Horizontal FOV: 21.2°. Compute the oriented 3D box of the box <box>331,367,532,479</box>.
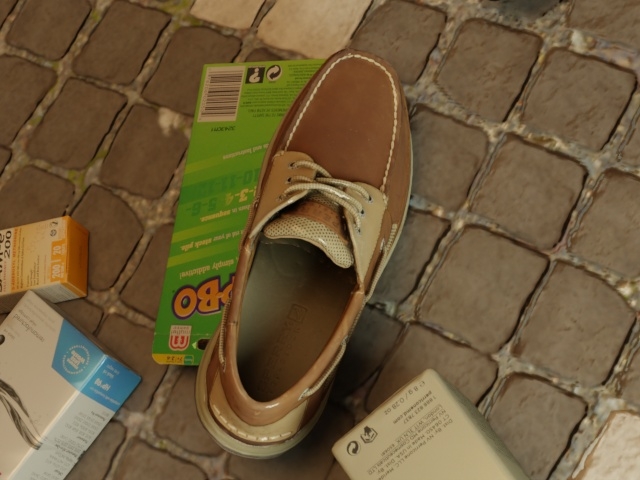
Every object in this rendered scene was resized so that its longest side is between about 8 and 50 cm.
[{"bbox_3d":[0.128,0.223,1.130,0.094,0.113,0.275,-39,57,5],"label":"box"}]

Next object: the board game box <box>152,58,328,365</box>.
[{"bbox_3d":[-0.055,-0.021,1.361,0.124,0.039,0.259,0,67,24],"label":"board game box"}]

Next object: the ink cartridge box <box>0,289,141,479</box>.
[{"bbox_3d":[-0.242,0.144,1.360,0.104,0.060,0.180,36,86,31],"label":"ink cartridge box"}]

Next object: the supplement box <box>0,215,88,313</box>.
[{"bbox_3d":[-0.245,0.022,1.428,0.098,0.036,0.062,-12,63,20],"label":"supplement box"}]

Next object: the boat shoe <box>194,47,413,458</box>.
[{"bbox_3d":[0.000,0.000,1.254,0.123,0.116,0.324,16,71,-3],"label":"boat shoe"}]
